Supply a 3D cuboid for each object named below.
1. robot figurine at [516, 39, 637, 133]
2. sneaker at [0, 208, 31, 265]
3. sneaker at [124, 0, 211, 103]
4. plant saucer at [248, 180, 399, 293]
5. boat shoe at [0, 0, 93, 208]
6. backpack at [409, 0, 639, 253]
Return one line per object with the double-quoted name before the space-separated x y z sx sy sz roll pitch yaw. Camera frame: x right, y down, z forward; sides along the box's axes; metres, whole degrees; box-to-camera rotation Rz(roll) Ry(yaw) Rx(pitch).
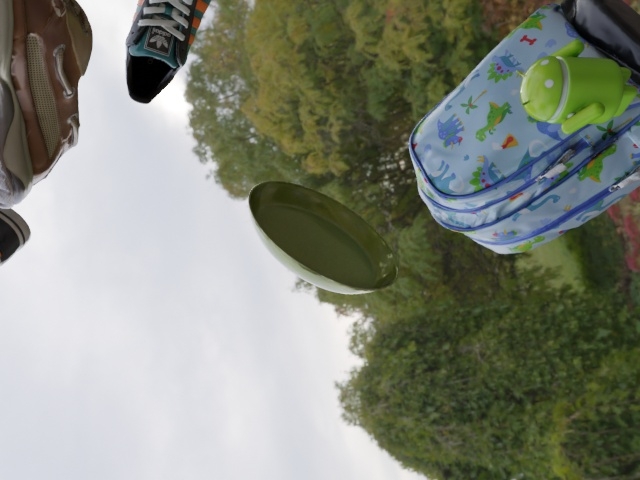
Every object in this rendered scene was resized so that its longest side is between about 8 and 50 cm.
"robot figurine" 0.258 -0.153 0.630 0.067 0.115 0.101 101 170 -62
"sneaker" -0.640 -0.055 0.978 0.126 0.321 0.127 -57 4 44
"sneaker" -0.228 -0.336 0.935 0.302 0.108 0.121 123 155 -42
"plant saucer" 0.000 0.000 0.880 0.241 0.037 0.241 25 -154 -13
"boat shoe" -0.247 -0.164 0.483 0.123 0.324 0.116 38 -130 5
"backpack" 0.300 -0.145 0.852 0.274 0.355 0.290 8 -133 -34
